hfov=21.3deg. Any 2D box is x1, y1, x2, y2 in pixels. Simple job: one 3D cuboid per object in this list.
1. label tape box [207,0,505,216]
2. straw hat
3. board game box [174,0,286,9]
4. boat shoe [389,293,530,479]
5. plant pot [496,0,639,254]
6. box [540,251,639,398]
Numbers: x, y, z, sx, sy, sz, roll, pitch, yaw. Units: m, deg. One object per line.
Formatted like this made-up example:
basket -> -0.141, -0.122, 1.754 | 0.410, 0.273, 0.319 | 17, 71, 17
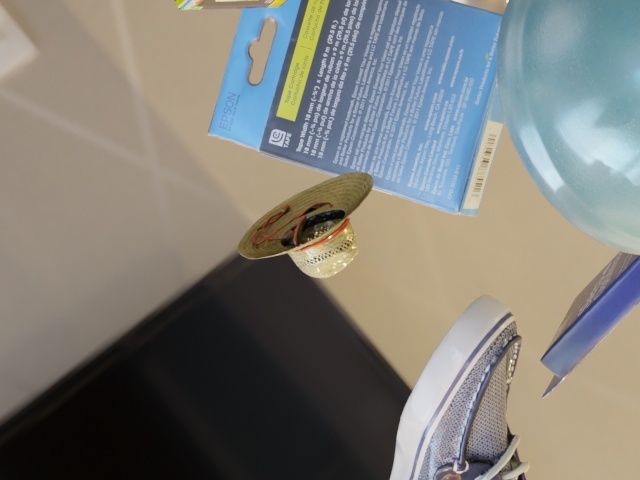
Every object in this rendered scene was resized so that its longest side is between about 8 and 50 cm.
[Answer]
label tape box -> 0.060, -0.191, 2.062 | 0.106, 0.334, 0.240 | -2, 109, -70
straw hat -> 0.000, 0.000, 1.573 | 0.144, 0.061, 0.144 | -27, -160, 10
board game box -> -0.044, -0.281, 1.609 | 0.141, 0.048, 0.170 | -11, 163, -47
boat shoe -> 0.148, 0.208, 1.466 | 0.127, 0.158, 0.340 | -39, 153, -43
plant pot -> 0.322, -0.148, 1.429 | 0.293, 0.293, 0.196 | -35, -172, -31
box -> 0.293, 0.054, 1.708 | 0.225, 0.036, 0.136 | -53, 178, 34
